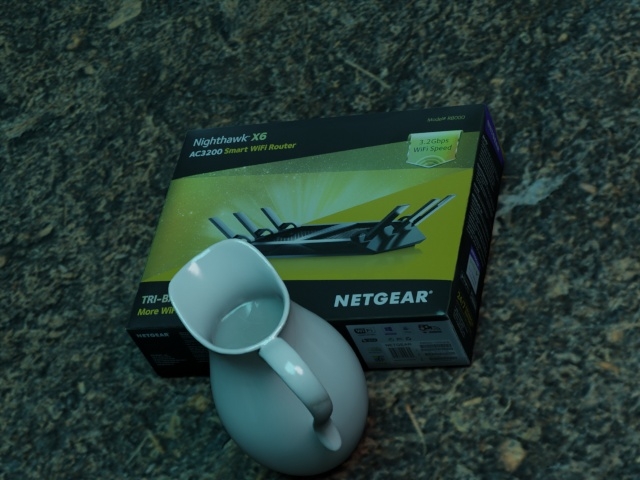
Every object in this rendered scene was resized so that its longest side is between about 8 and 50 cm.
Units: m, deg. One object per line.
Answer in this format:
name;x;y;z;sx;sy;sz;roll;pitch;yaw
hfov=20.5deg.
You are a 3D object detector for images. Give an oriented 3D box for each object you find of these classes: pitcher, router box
pitcher;-0.024;0.119;1.435;0.125;0.207;0.178;-34;46;-6
router box;0.000;0.000;1.615;0.308;0.081;0.243;-4;50;21
